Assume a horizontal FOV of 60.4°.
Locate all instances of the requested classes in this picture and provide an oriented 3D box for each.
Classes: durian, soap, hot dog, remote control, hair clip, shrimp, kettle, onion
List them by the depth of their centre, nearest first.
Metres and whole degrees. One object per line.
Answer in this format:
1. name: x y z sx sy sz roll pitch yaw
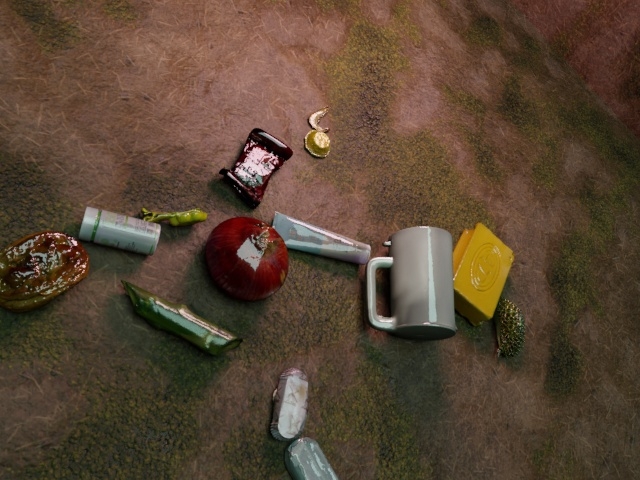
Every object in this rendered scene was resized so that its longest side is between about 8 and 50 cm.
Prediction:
1. hot dog: -0.646 0.067 1.272 0.160 0.099 0.227 49 52 -3
2. remote control: -0.003 0.622 1.411 0.104 0.052 0.247 -27 81 -36
3. hot dog: -0.078 0.430 1.452 0.099 0.053 0.192 20 58 -22
4. hair clip: -0.391 -0.063 1.482 0.173 0.072 0.046 0 80 -24
5. onion: -0.198 0.043 1.501 0.248 0.161 0.248 2 69 -5
6. kettle: 0.289 0.130 1.689 0.265 0.205 0.318 19 63 -36
7. shrimp: 0.011 -0.413 1.885 0.083 0.023 0.114 49 60 -5
8. durian: 0.660 0.296 1.891 0.137 0.095 0.221 13 70 -23
9. soap: 0.543 0.112 1.903 0.204 0.096 0.324 39 56 -8

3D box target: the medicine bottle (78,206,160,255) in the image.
1. medicine bottle: -0.506 -0.022 1.392 0.183 0.086 0.086 16 62 -22

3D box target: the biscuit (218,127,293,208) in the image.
1. biscuit: -0.197 -0.225 1.663 0.151 0.063 0.235 35 59 -10

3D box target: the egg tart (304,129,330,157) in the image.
1. egg tart: -0.004 -0.326 1.829 0.105 0.039 0.105 12 65 -26

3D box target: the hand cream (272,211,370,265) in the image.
1. hand cream: 0.000 0.000 1.674 0.312 0.070 0.111 16 67 -18

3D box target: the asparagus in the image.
1. asparagus: -0.357 0.202 1.381 0.343 0.082 0.085 30 62 -13
